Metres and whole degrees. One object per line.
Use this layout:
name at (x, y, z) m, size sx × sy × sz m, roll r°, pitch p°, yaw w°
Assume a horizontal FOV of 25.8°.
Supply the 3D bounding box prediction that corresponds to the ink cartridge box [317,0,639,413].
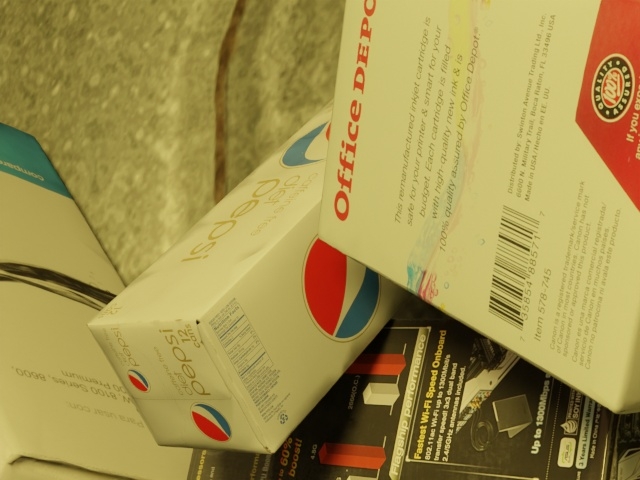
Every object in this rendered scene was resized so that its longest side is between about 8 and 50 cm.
ink cartridge box at (0.101, -0.036, 0.504) m, size 0.176 × 0.127 × 0.128 m, roll 31°, pitch 119°, yaw 50°

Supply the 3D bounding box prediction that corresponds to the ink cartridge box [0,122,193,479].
ink cartridge box at (-0.247, 0.120, 0.843) m, size 0.285 × 0.166 × 0.395 m, roll -54°, pitch 43°, yaw 14°

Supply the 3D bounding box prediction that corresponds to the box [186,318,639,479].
box at (0.028, 0.187, 0.594) m, size 0.242 × 0.076 × 0.307 m, roll -5°, pitch 68°, yaw 45°

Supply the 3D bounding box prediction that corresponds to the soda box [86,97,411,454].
soda box at (0.000, 0.000, 0.628) m, size 0.074 × 0.069 × 0.216 m, roll -5°, pitch 30°, yaw 43°
